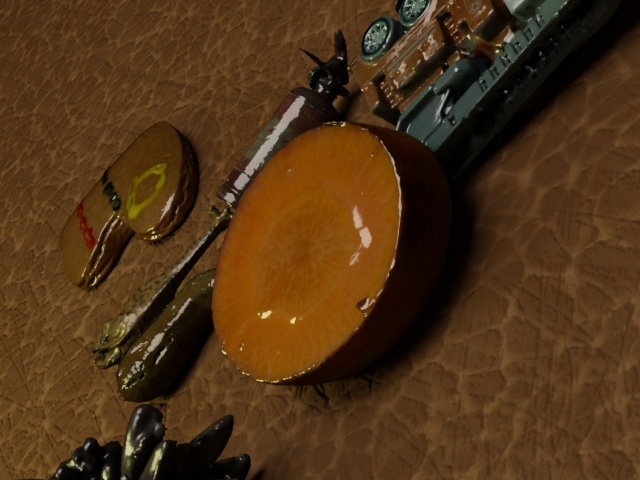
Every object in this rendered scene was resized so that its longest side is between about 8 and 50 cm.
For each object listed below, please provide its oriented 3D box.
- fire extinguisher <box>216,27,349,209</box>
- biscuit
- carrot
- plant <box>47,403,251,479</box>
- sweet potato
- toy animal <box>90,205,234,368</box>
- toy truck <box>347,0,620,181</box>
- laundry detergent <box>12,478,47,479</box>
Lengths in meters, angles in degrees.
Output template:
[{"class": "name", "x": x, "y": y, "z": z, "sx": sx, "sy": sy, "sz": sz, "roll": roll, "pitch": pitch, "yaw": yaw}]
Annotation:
[{"class": "fire extinguisher", "x": -0.030, "y": -0.137, "z": 2.055, "sx": 0.252, "sy": 0.075, "sz": 0.106, "roll": -54, "pitch": -18, "yaw": 1}, {"class": "biscuit", "x": -0.283, "y": -0.040, "z": 2.409, "sx": 0.277, "sy": 0.052, "sz": 0.262, "roll": -46, "pitch": 27, "yaw": 18}, {"class": "carrot", "x": -0.001, "y": 0.017, "z": 1.739, "sx": 0.307, "sy": 0.100, "sz": 0.258, "roll": -45, "pitch": 50, "yaw": 22}, {"class": "plant", "x": -0.195, "y": 0.300, "z": 1.736, "sx": 0.320, "sy": 0.181, "sz": 0.194, "roll": -36, "pitch": 31, "yaw": 40}, {"class": "sweet potato", "x": -0.161, "y": 0.103, "z": 2.038, "sx": 0.233, "sy": 0.062, "sz": 0.081, "roll": -48, "pitch": 37, "yaw": 6}, {"class": "toy animal", "x": -0.199, "y": 0.065, "z": 2.100, "sx": 0.275, "sy": 0.054, "sz": 0.149, "roll": -49, "pitch": 1, "yaw": 32}, {"class": "toy truck", "x": 0.193, "y": -0.219, "z": 1.753, "sx": 0.338, "sy": 0.133, "sz": 0.184, "roll": -43, "pitch": 39, "yaw": 28}, {"class": "laundry detergent", "x": -0.346, "y": 0.354, "z": 2.026, "sx": 0.221, "sy": 0.078, "sz": 0.144, "roll": -9, "pitch": 51, "yaw": 57}]
